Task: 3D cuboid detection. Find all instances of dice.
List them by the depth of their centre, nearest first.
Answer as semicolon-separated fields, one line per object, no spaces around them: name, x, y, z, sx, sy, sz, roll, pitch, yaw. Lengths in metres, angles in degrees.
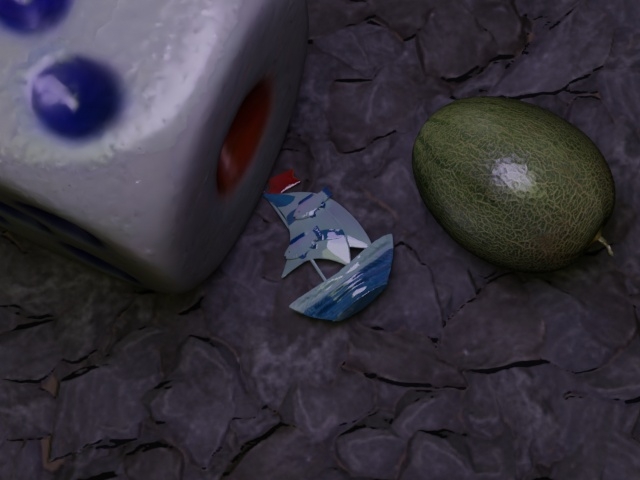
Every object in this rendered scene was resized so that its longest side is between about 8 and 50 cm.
dice;-0.194;-0.139;1.101;0.304;0.304;0.277;22;82;10

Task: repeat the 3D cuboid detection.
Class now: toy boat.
toy boat;0.012;0.001;1.201;0.105;0.034;0.149;-14;65;5

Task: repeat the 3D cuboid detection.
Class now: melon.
melon;0.167;-0.044;1.134;0.192;0.139;0.139;34;83;14
